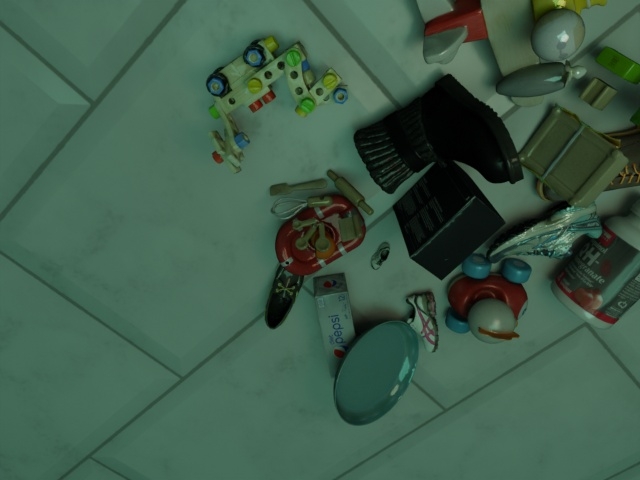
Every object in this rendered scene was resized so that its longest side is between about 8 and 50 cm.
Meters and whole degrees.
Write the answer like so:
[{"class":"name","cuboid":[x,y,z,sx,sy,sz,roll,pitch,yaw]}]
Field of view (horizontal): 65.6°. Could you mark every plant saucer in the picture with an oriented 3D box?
[{"class":"plant saucer","cuboid":[0.152,0.363,1.385,0.318,0.044,0.317,-15,115,-34]}]

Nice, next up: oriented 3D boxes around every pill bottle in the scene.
[{"class":"pill bottle","cuboid":[0.746,0.051,1.232,0.176,0.176,0.318,25,115,-13]}]

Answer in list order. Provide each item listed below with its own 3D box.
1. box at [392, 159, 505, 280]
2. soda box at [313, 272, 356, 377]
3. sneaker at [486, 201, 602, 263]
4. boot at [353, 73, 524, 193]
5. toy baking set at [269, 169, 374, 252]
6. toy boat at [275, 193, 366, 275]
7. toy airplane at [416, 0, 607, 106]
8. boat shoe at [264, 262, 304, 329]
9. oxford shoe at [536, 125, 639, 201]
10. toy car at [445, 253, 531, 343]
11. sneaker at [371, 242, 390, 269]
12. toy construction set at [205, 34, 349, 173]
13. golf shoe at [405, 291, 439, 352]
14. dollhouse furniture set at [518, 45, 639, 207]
[{"class":"box","cuboid":[0.276,-0.061,1.120,0.103,0.261,0.184,34,113,-17]},{"class":"soda box","cuboid":[0.047,0.237,1.367,0.091,0.098,0.286,-10,118,2]},{"class":"sneaker","cuboid":[0.553,0.003,1.222,0.283,0.110,0.122,-28,90,14]},{"class":"boot","cuboid":[0.230,-0.177,1.027,0.260,0.348,0.131,-32,131,10]},{"class":"toy baking set","cuboid":[-0.006,-0.081,1.158,0.197,0.256,0.030,-32,150,-10]},{"class":"toy boat","cuboid":[0.000,0.000,1.198,0.231,0.151,0.151,-31,108,7]},{"class":"toy airplane","cuboid":[0.371,-0.423,0.920,0.386,0.272,0.384,4,142,-21]},{"class":"boat shoe","cuboid":[-0.095,0.137,1.329,0.081,0.068,0.227,16,117,-8]},{"class":"oxford shoe","cuboid":[0.686,-0.177,1.135,0.364,0.132,0.130,-25,116,12]},{"class":"toy car","cuboid":[0.449,0.190,1.267,0.210,0.238,0.219,7,118,-4]},{"class":"sneaker","cuboid":[0.157,0.047,1.302,0.032,0.037,0.083,17,118,-11]},{"class":"toy construction set","cuboid":[-0.118,-0.301,1.064,0.328,0.151,0.215,-36,113,5]},{"class":"golf shoe","cuboid":[0.285,0.230,1.387,0.086,0.067,0.186,-8,109,8]},{"class":"dollhouse furniture set","cuboid":[0.624,-0.236,1.099,0.151,0.197,0.301,-2,134,-38]}]
